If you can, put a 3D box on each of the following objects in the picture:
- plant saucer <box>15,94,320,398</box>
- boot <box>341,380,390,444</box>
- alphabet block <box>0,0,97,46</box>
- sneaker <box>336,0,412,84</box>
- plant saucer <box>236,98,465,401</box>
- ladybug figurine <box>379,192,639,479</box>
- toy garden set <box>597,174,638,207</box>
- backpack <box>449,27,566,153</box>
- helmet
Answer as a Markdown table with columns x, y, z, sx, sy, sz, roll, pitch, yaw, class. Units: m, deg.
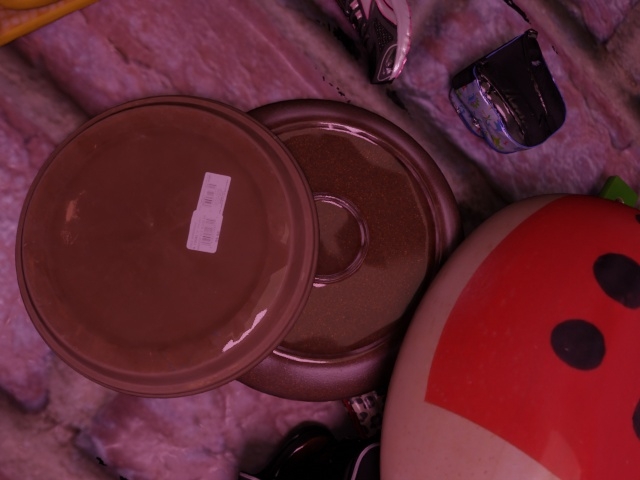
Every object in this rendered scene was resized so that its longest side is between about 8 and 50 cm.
| x | y | z | sx | sy | sz | roll | pitch | yaw | class |
| --- | --- | --- | --- | --- | --- | --- | --- | --- | --- |
| -0.139 | -0.002 | 0.550 | 0.278 | 0.041 | 0.277 | 0 | 80 | 2 | plant saucer |
| 0.129 | 0.185 | 0.670 | 0.179 | 0.085 | 0.236 | -29 | 98 | -13 | boot |
| -0.260 | -0.297 | 0.490 | 0.192 | 0.193 | 0.197 | -33 | 99 | -15 | alphabet block |
| 0.050 | -0.250 | 0.669 | 0.077 | 0.072 | 0.178 | 0 | 80 | -7 | sneaker |
| 0.000 | 0.000 | 0.609 | 0.311 | 0.050 | 0.310 | 1 | 80 | -8 | plant saucer |
| 0.232 | 0.125 | 0.566 | 0.305 | 0.162 | 0.449 | 46 | 60 | -17 | ladybug figurine |
| 0.385 | 0.075 | 0.777 | 0.244 | 0.049 | 0.203 | 38 | 75 | -15 | toy garden set |
| 0.213 | -0.157 | 0.703 | 0.105 | 0.084 | 0.114 | -34 | 95 | -18 | backpack |
| 0.000 | 0.263 | 0.579 | 0.161 | 0.169 | 0.169 | -34 | 99 | -33 | helmet |
